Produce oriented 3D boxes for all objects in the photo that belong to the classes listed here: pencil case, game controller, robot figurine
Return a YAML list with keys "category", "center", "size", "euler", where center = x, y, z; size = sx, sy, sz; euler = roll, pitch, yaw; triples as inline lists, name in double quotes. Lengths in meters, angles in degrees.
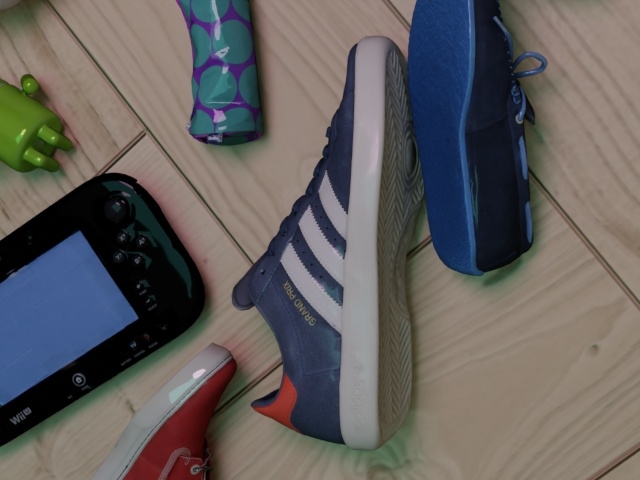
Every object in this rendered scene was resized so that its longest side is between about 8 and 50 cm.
- category: "pencil case"
  center: [-0.092, -0.161, 1.015]
  size: [0.070, 0.064, 0.151]
  euler: [-5, 92, 1]
- category: "game controller"
  center: [-0.262, 0.073, 1.083]
  size: [0.319, 0.067, 0.166]
  euler: [-32, 85, 17]
- category: "robot figurine"
  center: [-0.294, -0.109, 1.078]
  size: [0.115, 0.067, 0.101]
  euler: [33, 92, 12]

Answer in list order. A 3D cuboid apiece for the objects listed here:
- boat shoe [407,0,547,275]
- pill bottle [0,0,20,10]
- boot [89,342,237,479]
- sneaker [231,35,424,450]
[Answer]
- category: "boat shoe"
  center: [0.130, -0.104, 0.944]
  size: [0.109, 0.089, 0.258]
  euler: [30, 127, 57]
- category: "pill bottle"
  center: [-0.289, -0.310, 1.021]
  size: [0.146, 0.146, 0.264]
  euler: [46, 105, 9]
- category: "boot"
  center: [-0.107, 0.227, 1.042]
  size: [0.176, 0.088, 0.244]
  euler: [38, 110, 9]
- category: "sneaker"
  center: [0.000, 0.000, 0.970]
  size: [0.148, 0.131, 0.350]
  euler: [5, 91, 23]
